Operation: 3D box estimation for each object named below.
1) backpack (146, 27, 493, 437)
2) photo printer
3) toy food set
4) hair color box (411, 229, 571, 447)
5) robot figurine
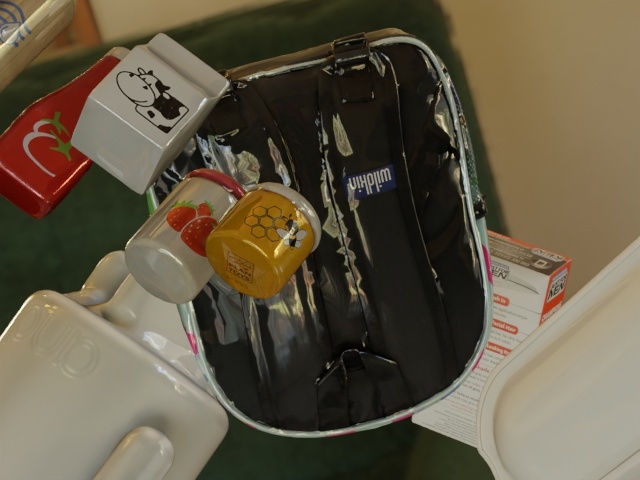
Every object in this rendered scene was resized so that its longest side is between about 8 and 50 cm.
[{"bbox_3d":[0.000,0.000,1.307,0.225,0.254,0.191,-16,4,-3],"label":"backpack"},{"bbox_3d":[0.239,0.044,1.005,0.256,0.107,0.307,-10,-25,-35],"label":"photo printer"},{"bbox_3d":[-0.090,-0.070,0.873,0.104,0.232,0.111,-52,-4,-35],"label":"toy food set"},{"bbox_3d":[0.139,0.083,1.570,0.093,0.167,0.053,20,25,23],"label":"hair color box"},{"bbox_3d":[-0.214,0.182,1.575,0.353,0.200,0.300,-56,22,-9],"label":"robot figurine"}]
